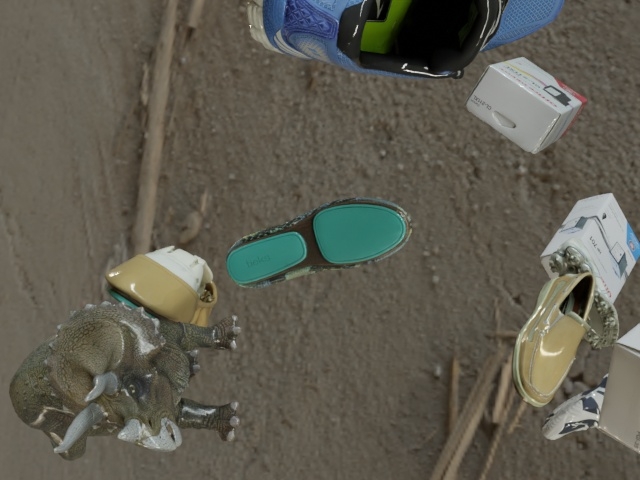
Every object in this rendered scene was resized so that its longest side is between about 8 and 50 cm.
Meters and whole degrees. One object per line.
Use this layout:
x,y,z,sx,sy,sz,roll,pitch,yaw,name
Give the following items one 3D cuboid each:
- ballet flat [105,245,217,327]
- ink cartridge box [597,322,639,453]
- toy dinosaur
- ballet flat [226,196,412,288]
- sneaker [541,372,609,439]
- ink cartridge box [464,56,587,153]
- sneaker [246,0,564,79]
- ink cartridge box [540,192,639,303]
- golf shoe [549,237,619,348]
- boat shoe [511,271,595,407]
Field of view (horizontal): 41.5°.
-0.135,0.039,0.757,0.073,0.080,0.232,-57,-4,-10,ballet flat
0.634,0.226,1.516,0.117,0.283,0.207,28,131,40,ink cartridge box
-0.162,0.105,0.637,0.314,0.160,0.121,-16,63,50,toy dinosaur
0.000,0.000,0.819,0.189,0.070,0.070,-12,69,16,ballet flat
0.567,0.361,1.660,0.153,0.235,0.094,56,169,9,sneaker
0.307,-0.203,1.248,0.127,0.175,0.072,38,119,14,ink cartridge box
0.106,-0.189,0.717,0.147,0.330,0.129,39,133,38,sneaker
0.504,0.025,1.563,0.082,0.190,0.139,-18,112,47,ink cartridge box
0.409,0.075,1.272,0.069,0.086,0.176,-14,107,35,golf shoe
0.277,0.106,0.981,0.072,0.068,0.190,-36,21,50,boat shoe
